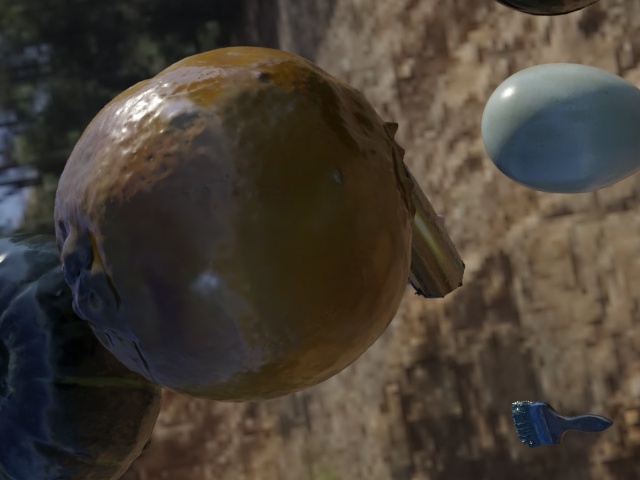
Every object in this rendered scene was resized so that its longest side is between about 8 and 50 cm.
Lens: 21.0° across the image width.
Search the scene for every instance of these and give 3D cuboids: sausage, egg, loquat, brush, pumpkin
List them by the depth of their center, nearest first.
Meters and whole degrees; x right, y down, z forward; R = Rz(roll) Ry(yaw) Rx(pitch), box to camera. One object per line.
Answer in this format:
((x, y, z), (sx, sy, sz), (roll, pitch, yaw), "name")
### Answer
((-0.075, -0.013, 1.540), (0.328, 0.328, 0.328), (-9, -90, -88), "loquat")
((0.288, -0.128, 1.981), (0.151, 0.209, 0.151), (5, -90, -72), "egg")
((-0.331, 0.152, 1.981), (0.241, 0.323, 0.323), (12, -114, -65), "pumpkin")
((0.101, -0.023, 2.032), (0.371, 0.082, 0.082), (53, -154, -66), "sausage")
((0.331, 0.251, 2.354), (0.196, 0.021, 0.070), (-10, 101, 58), "brush")

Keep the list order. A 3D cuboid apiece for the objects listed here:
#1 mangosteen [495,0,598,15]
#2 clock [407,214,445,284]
((0.210, -0.297, 1.511), (0.210, 0.210, 0.210), (-9, -90, -88), "mangosteen")
((0.000, 0.000, 2.413), (0.338, 0.338, 0.102), (-70, -15, -87), "clock")
